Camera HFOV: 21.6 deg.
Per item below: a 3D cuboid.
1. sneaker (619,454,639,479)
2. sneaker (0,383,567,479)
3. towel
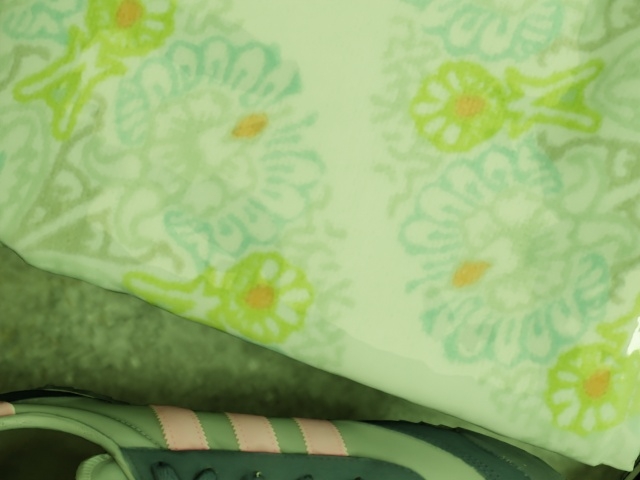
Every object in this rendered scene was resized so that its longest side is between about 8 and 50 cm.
[{"bbox_3d":[0.158,0.198,0.793,0.126,0.127,0.321,40,87,4],"label":"sneaker"},{"bbox_3d":[-0.044,0.132,0.758,0.319,0.131,0.112,2,91,19],"label":"sneaker"},{"bbox_3d":[0.028,-0.098,0.774,0.374,0.090,0.321,20,95,3],"label":"towel"}]
